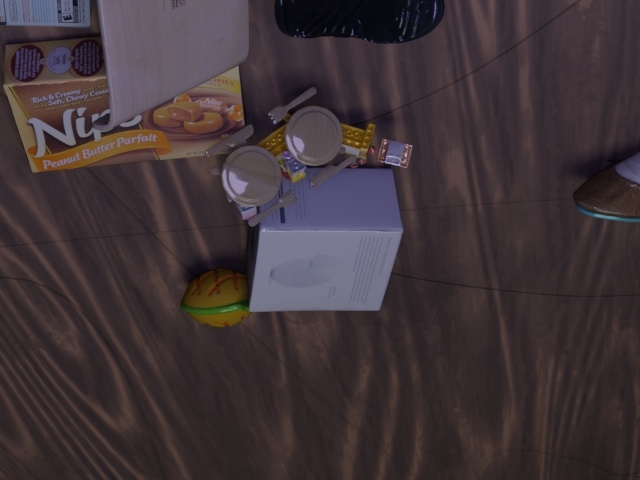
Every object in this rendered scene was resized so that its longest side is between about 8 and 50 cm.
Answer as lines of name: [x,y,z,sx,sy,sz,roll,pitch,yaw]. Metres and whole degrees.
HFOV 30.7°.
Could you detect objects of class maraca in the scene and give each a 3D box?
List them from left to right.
maraca: [-0.154,0.099,2.007,0.185,0.127,0.099,-1,113,27]

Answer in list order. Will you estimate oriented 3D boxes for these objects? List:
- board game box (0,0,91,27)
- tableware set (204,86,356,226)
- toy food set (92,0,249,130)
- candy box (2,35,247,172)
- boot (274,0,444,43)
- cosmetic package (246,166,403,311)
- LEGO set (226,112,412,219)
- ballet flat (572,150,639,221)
board game box: [-0.427,-0.365,1.381,0.303,0.097,0.224,0,142,-11]
tableware set: [-0.056,-0.120,1.670,0.194,0.128,0.039,-33,-171,-11]
toy food set: [-0.197,-0.301,1.389,0.219,0.092,0.306,-32,138,-34]
candy box: [-0.266,-0.196,1.633,0.316,0.087,0.183,-5,143,-2]
boot: [0.095,-0.294,1.442,0.246,0.094,0.207,4,-166,41]
cosmetic package: [0.000,0.000,1.893,0.224,0.138,0.224,1,142,-9]
LEGO set: [-0.010,-0.118,1.763,0.287,0.132,0.107,-15,157,-11]
ballet flat: [0.577,-0.094,1.900,0.342,0.116,0.124,5,121,-16]
